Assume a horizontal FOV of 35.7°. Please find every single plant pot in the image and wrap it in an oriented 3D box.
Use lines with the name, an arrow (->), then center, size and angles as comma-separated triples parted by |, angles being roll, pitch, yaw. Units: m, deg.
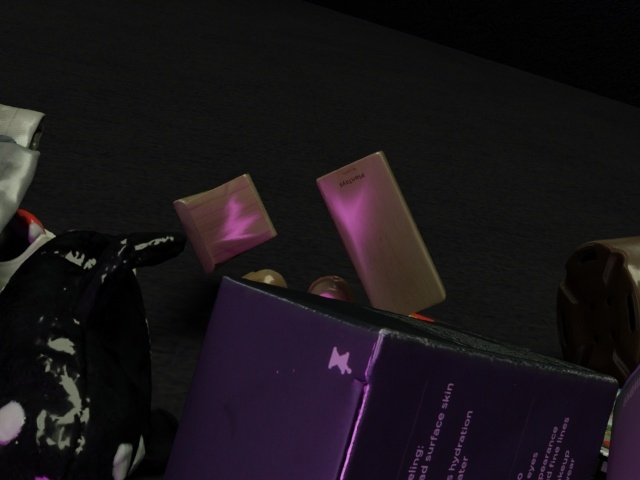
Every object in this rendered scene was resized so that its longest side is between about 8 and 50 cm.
plant pot -> 0.288, 0.060, 0.788 | 0.165, 0.167, 0.167 | -1, 22, -14

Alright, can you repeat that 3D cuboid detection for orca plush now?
orca plush -> -0.118, 0.043, 0.580 | 0.151, 0.102, 0.287 | 37, 22, -6

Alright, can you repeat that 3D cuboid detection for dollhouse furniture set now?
dollhouse furniture set -> 0.000, 0.000, 0.764 | 0.151, 0.144, 0.123 | -24, 3, 11

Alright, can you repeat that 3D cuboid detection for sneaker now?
sneaker -> -0.195, 0.015, 0.718 | 0.057, 0.075, 0.161 | 27, 24, 36

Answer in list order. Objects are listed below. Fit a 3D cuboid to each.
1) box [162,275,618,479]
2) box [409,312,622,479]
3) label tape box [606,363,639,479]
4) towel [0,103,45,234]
box -> 0.023, 0.109, 0.400 | 0.158, 0.156, 0.093 | 16, 1, -44
box -> 0.128, 0.112, 0.705 | 0.207, 0.036, 0.114 | 20, 20, 21
label tape box -> 0.216, 0.210, 0.314 | 0.249, 0.115, 0.348 | 14, 58, 4
towel -> -0.349, -0.042, 0.590 | 0.324, 0.056, 0.312 | 18, 41, -11
